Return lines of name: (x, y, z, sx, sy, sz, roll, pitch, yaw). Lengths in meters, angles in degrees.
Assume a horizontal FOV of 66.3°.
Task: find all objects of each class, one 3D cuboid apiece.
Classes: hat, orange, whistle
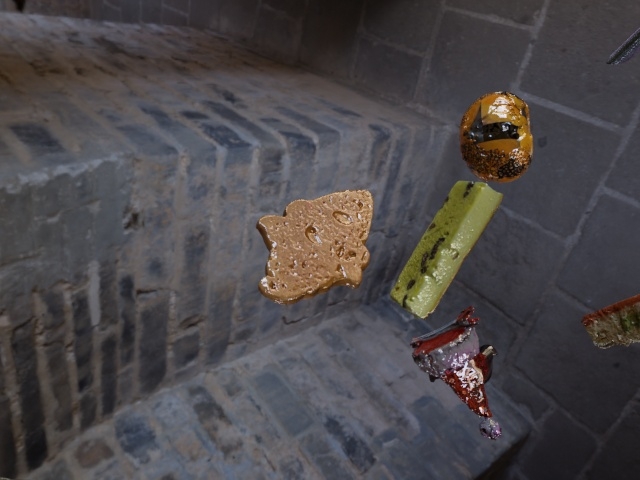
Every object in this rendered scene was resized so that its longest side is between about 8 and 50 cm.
hat: (0.264, 0.245, 0.872, 0.140, 0.129, 0.228, -31, 88, 7)
orange: (0.456, -0.262, 1.266, 0.182, 0.234, 0.235, -18, 88, 28)
whistle: (0.611, -0.388, 0.925, 0.176, 0.033, 0.033, 107, 139, -73)

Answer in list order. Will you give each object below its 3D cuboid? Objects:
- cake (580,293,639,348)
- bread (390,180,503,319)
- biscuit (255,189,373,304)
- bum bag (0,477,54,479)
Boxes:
cake: (0.645, 0.149, 0.963, 0.220, 0.116, 0.086, -51, 52, 55)
bread: (0.300, 0.022, 1.209, 0.362, 0.077, 0.138, -59, 18, 2)
biscuit: (0.000, 0.000, 0.769, 0.183, 0.280, 0.043, 38, 139, 6)
bum bag: (-0.271, 0.264, 0.314, 0.102, 0.248, 0.069, 22, 149, 28)
